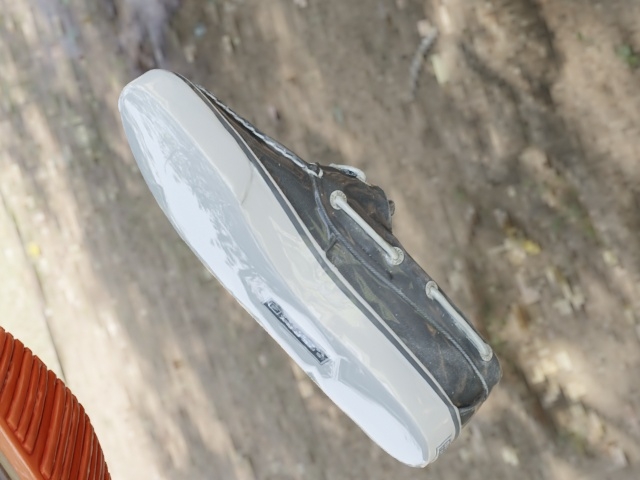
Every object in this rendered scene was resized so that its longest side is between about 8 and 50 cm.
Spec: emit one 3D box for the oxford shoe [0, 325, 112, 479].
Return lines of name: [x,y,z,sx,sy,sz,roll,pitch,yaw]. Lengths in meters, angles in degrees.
oxford shoe: [-0.150,0.159,0.825,0.097,0.098,0.271,-88,-26,-65]

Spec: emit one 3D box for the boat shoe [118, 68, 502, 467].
boat shoe: [0.000,0.000,0.999,0.301,0.102,0.108,48,155,-4]
